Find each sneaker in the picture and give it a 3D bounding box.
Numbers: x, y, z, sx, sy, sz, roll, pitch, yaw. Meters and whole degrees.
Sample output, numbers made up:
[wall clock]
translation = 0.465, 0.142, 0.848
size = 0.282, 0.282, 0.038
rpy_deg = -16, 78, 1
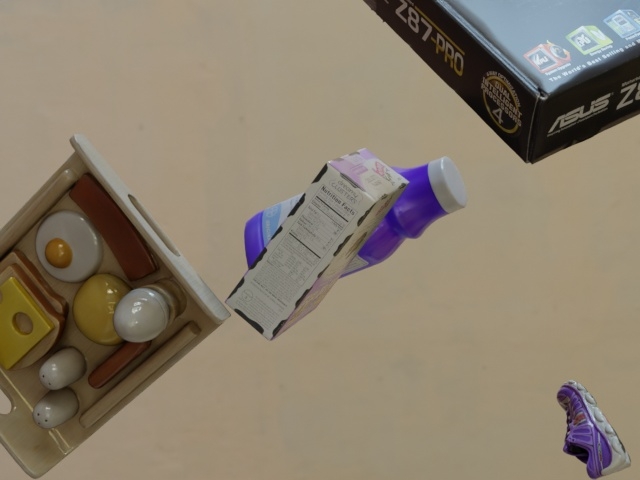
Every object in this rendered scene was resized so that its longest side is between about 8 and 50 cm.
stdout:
[sneaker]
translation = 0.345, 0.249, 1.583
size = 0.068, 0.071, 0.170
rpy_deg = 60, 4, -29

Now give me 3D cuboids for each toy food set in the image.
[toy food set]
translation = -0.254, 0.072, 1.158
size = 0.220, 0.306, 0.092
rpy_deg = 51, 27, 1

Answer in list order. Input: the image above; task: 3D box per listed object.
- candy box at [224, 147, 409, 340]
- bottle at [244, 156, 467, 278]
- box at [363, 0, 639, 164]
[candy box]
translation = 0.000, 0.000, 1.318
size = 0.196, 0.070, 0.165
rpy_deg = -53, 172, 17
[bottle]
translation = 0.041, -0.022, 1.475
size = 0.092, 0.282, 0.118
rpy_deg = 32, 43, -53
[box]
translation = 0.274, -0.268, 1.200
size = 0.318, 0.394, 0.097
rpy_deg = 52, -23, 36
